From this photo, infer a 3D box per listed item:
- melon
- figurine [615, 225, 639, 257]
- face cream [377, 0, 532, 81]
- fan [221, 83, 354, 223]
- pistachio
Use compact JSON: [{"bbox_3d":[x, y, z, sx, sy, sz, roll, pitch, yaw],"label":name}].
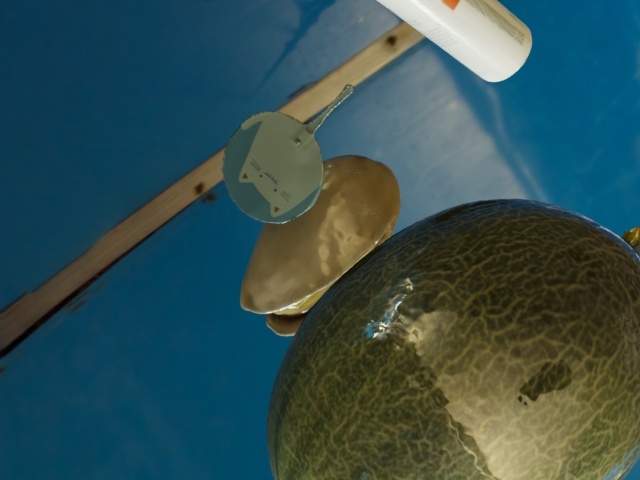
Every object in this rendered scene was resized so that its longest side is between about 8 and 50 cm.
[{"bbox_3d":[0.100,0.106,0.704,0.302,0.237,0.237,-36,-81,-13],"label":"melon"},{"bbox_3d":[0.389,0.029,1.245,0.274,0.194,0.133,31,-134,-21],"label":"figurine"},{"bbox_3d":[0.143,-0.331,1.318,0.346,0.102,0.102,27,-111,-38],"label":"face cream"},{"bbox_3d":[-0.028,-0.093,0.994,0.113,0.175,0.005,49,-159,9],"label":"fan"},{"bbox_3d":[0.000,0.000,1.096,0.223,0.152,0.126,-49,-49,-1],"label":"pistachio"}]
